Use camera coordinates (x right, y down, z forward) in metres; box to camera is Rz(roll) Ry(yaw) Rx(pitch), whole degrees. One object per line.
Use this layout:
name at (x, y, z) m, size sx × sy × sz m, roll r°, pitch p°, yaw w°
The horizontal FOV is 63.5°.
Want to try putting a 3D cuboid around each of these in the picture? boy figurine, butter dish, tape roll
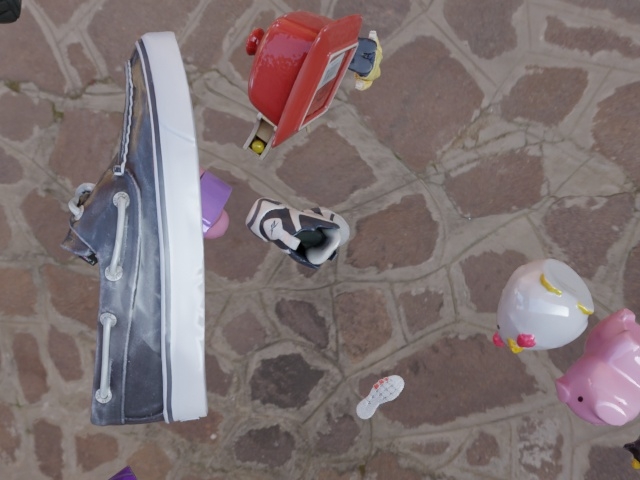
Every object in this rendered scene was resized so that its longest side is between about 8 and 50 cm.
boy figurine at (0.141, -0.554, 1.601) m, size 0.092 × 0.285 × 0.177 m, roll 15°, pitch 102°, yaw 5°
butter dish at (-0.038, -0.219, 0.637) m, size 0.118 × 0.160 × 0.160 m, roll 33°, pitch 126°, yaw 4°
tape roll at (-0.362, -0.061, 1.451) m, size 0.090 × 0.275 × 0.275 m, roll 34°, pitch 102°, yaw -17°

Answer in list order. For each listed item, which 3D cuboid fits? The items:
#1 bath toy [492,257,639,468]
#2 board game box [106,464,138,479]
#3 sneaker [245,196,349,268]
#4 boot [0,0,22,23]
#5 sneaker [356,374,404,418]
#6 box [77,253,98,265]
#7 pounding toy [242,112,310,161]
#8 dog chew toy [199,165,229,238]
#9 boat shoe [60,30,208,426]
bath toy at (0.345, 0.168, 0.597) m, size 0.348 × 0.151 × 0.129 m, roll 38°, pitch 126°, yaw 6°
board game box at (-0.214, 0.502, 0.766) m, size 0.056 × 0.208 × 0.347 m, roll -32°, pitch 77°, yaw -27°
sneaker at (0.000, 0.000, 0.907) m, size 0.153 × 0.235 × 0.094 m, roll 38°, pitch 102°, yaw 41°
boot at (-0.302, -0.331, 0.440) m, size 0.083 × 0.246 × 0.161 m, roll 2°, pitch 61°, yaw -17°
sneaker at (0.162, 0.416, 1.398) m, size 0.158 × 0.065 × 0.061 m, roll -41°, pitch 74°, yaw 12°
box at (-0.595, 0.014, 1.376) m, size 0.083 × 0.052 × 0.062 m, roll -37°, pitch 42°, yaw 7°
pounding toy at (-0.125, -0.351, 1.635) m, size 0.155 × 0.154 × 0.269 m, roll 36°, pitch 128°, yaw -5°
dog chew toy at (-0.442, -0.126, 1.828) m, size 0.207 × 0.332 × 0.206 m, roll -16°, pitch 47°, yaw 18°
boat shoe at (-0.144, -0.010, 0.396) m, size 0.102 × 0.108 × 0.301 m, roll -2°, pitch 92°, yaw -15°
